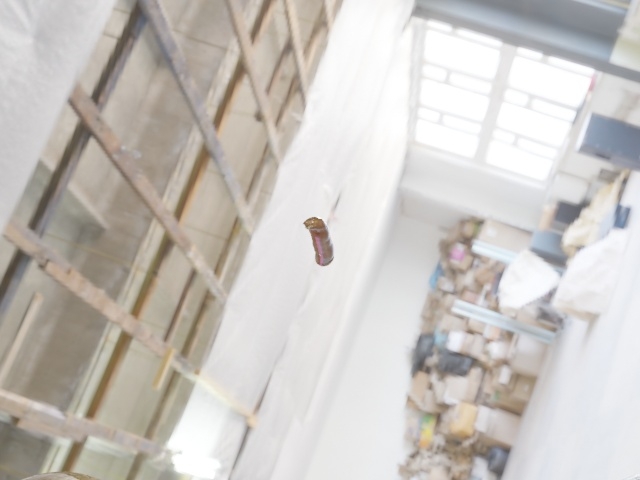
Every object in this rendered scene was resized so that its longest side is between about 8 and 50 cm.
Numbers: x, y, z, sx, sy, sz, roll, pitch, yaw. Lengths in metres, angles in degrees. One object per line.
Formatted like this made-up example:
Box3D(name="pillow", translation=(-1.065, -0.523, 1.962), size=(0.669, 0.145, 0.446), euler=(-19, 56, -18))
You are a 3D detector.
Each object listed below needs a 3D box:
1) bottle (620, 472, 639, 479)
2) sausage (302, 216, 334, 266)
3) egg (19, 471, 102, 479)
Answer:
Box3D(name="bottle", translation=(0.340, 0.217, 0.732), size=(0.120, 0.253, 0.120), euler=(-23, -90, -88))
Box3D(name="sausage", translation=(0.000, 0.000, 1.612), size=(0.042, 0.036, 0.158), euler=(-56, -22, -18))
Box3D(name="egg", translation=(-0.353, 0.440, 1.153), size=(0.322, 0.250, 0.250), euler=(-52, -2, 21))
